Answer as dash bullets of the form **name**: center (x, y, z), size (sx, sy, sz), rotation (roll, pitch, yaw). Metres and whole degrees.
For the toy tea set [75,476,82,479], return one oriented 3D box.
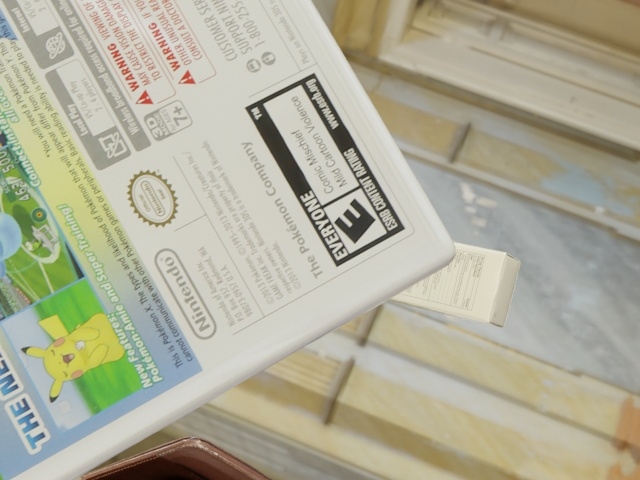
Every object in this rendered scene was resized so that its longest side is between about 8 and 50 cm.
- **toy tea set**: center (-0.164, 0.085, 0.657), size (0.336, 0.124, 0.200), rotation (129, 150, -56)

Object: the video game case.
- **video game case**: center (-0.144, -0.062, 0.497), size (0.300, 0.329, 0.036), rotation (-29, -5, -15)

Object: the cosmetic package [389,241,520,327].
- **cosmetic package**: center (0.099, 0.030, 0.903), size (0.041, 0.115, 0.060), rotation (22, -97, -60)

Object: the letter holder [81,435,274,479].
- **letter holder**: center (-0.096, 0.353, 1.123), size (0.214, 0.302, 0.152), rotation (-27, 34, 36)
